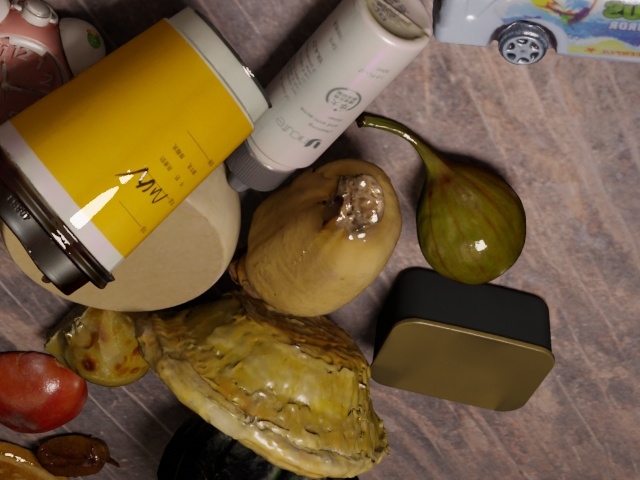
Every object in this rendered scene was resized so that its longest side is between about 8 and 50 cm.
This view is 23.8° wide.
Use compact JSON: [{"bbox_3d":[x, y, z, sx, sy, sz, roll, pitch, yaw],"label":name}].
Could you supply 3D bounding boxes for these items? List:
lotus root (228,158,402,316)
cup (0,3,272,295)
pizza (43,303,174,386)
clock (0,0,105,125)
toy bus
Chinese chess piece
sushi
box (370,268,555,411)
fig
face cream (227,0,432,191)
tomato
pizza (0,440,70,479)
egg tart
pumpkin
[{"bbox_3d":[0.002,-0.002,1.633,0.130,0.146,0.303,17,155,-21],"label":"lotus root"},{"bbox_3d":[-0.193,-0.092,1.463,0.279,0.196,0.196,-40,133,-4],"label":"cup"},{"bbox_3d":[-0.234,0.141,1.906,0.204,0.081,0.188,31,135,-30],"label":"pizza"},{"bbox_3d":[-0.312,-0.180,1.520,0.166,0.093,0.162,20,130,-24],"label":"clock"},{"bbox_3d":[0.270,-0.229,1.366,0.329,0.109,0.136,6,141,1],"label":"toy bus"},{"bbox_3d":[-0.221,-0.031,1.675,0.273,0.102,0.273,2,141,2],"label":"Chinese chess piece"},{"bbox_3d":[-0.345,0.306,2.143,0.120,0.052,0.055,-11,156,15],"label":"sushi"},{"bbox_3d":[0.169,0.118,1.819,0.201,0.090,0.144,12,140,-9],"label":"box"},{"bbox_3d":[0.124,-0.059,1.620,0.124,0.124,0.236,-31,105,36],"label":"fig"},{"bbox_3d":[-0.011,-0.138,1.525,0.092,0.092,0.311,25,137,-22],"label":"face cream"},{"bbox_3d":[-0.388,0.216,2.024,0.155,0.069,0.156,4,142,3],"label":"tomato"},{"bbox_3d":[-0.448,0.338,2.204,0.178,0.041,0.131,20,136,-17],"label":"pizza"},{"bbox_3d":[-0.050,0.149,1.765,0.341,0.341,0.132,24,102,-22],"label":"egg tart"},{"bbox_3d":[-0.063,0.313,2.002,0.295,0.296,0.296,3,141,3],"label":"pumpkin"}]
